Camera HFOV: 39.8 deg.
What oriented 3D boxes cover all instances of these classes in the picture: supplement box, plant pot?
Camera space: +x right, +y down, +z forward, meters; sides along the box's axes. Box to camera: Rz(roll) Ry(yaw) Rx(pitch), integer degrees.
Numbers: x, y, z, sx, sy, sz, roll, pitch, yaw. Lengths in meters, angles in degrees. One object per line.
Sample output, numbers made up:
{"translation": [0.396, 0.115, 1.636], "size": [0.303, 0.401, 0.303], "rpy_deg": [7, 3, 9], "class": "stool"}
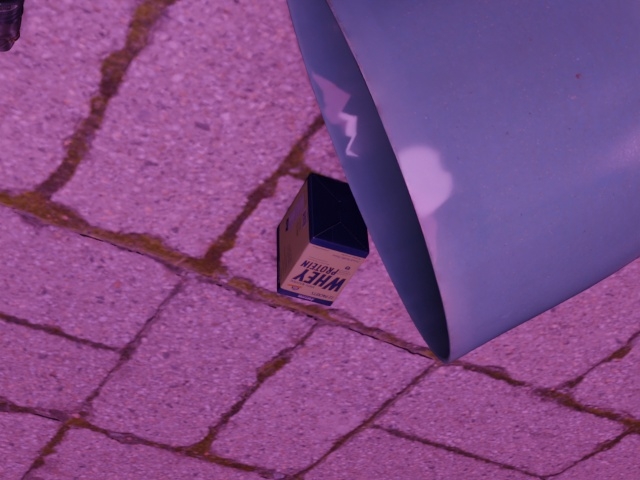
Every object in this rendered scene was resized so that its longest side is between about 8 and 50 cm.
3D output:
{"translation": [0.000, 0.000, 0.820], "size": [0.056, 0.083, 0.083], "rpy_deg": [16, 135, -19], "class": "supplement box"}
{"translation": [0.134, -0.097, 0.594], "size": [0.235, 0.293, 0.293], "rpy_deg": [-22, 137, -3], "class": "plant pot"}

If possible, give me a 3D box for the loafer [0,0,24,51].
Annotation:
{"translation": [-0.300, -0.169, 0.631], "size": [0.170, 0.062, 0.061], "rpy_deg": [9, 141, -13], "class": "loafer"}
